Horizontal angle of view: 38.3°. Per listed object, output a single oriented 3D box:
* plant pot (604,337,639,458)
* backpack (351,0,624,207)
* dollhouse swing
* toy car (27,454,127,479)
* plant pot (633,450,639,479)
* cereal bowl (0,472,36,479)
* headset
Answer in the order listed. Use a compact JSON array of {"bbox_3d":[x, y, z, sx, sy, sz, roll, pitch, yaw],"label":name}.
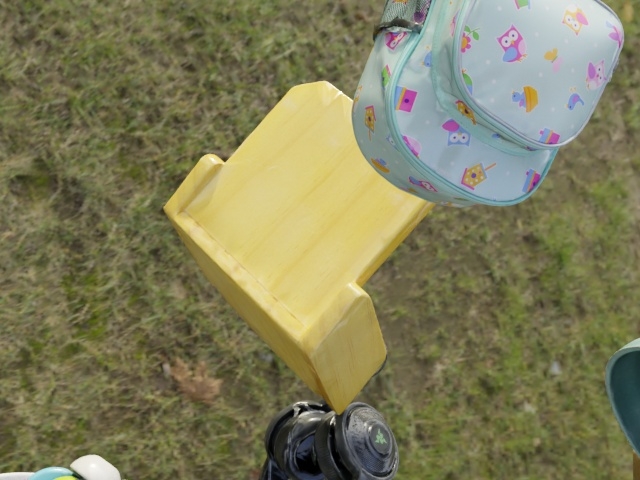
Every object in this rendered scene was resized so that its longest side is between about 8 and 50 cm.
[{"bbox_3d":[0.421,0.149,0.780,0.196,0.293,0.293,-36,104,-13],"label":"plant pot"},{"bbox_3d":[0.118,-0.118,0.683,0.166,0.144,0.188,26,88,-24],"label":"backpack"},{"bbox_3d":[0.000,0.000,1.392,0.305,0.347,0.315,-41,149,-13],"label":"dollhouse swing"},{"bbox_3d":[-0.335,0.373,1.253,0.159,0.136,0.182,-53,136,-19],"label":"toy car"},{"bbox_3d":[0.595,0.431,1.445,0.237,0.237,0.254,-17,87,-46],"label":"plant pot"},{"bbox_3d":[-0.377,0.474,1.241,0.339,0.141,0.339,27,16,-8],"label":"cereal bowl"},{"bbox_3d":[-0.002,0.308,1.455,0.185,0.243,0.394,37,63,-30],"label":"headset"}]
